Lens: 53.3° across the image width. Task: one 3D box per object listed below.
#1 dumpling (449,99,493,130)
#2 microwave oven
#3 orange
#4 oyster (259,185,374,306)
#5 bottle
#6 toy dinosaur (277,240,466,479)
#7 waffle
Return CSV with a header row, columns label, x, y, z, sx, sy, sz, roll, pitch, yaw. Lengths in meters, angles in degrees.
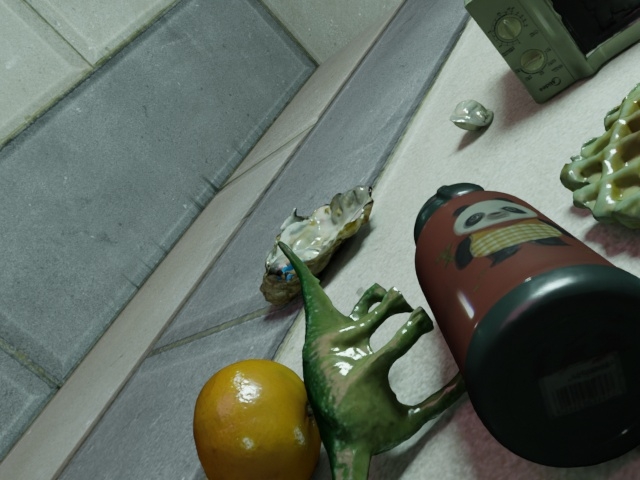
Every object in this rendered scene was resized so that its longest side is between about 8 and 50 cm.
label,x,y,z,sx,sy,sz,roll,pitch,yaw
dumpling,0.250,-0.207,1.048,0.057,0.076,0.052,0,81,41
microwave oven,0.401,-0.422,0.921,0.354,0.218,0.286,-33,22,32
orange,-0.063,0.201,0.673,0.124,0.156,0.156,-22,20,4
oyster,0.000,0.000,1.101,0.222,0.083,0.214,-21,32,42
bottle,0.158,0.039,0.562,0.144,0.144,0.336,-42,16,9
toy dinosaur,-0.008,0.177,0.605,0.301,0.087,0.447,-43,40,-7
waffle,0.371,-0.123,0.574,0.309,0.056,0.292,-45,16,3
